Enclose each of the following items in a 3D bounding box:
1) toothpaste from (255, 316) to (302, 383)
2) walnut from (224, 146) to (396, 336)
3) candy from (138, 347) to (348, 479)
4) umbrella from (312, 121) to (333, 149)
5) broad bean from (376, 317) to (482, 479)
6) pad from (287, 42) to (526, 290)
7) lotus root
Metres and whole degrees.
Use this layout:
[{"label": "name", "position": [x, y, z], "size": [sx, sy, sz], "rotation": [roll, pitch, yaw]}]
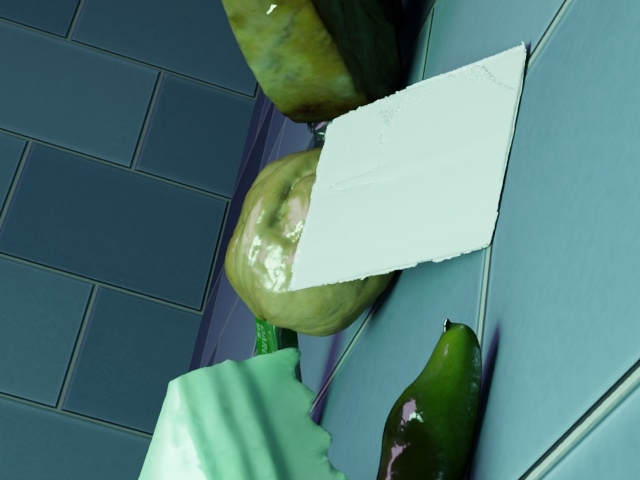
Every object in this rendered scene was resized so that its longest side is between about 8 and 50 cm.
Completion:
[{"label": "toothpaste", "position": [-0.035, 0.127, 1.242], "size": [0.078, 0.046, 0.248], "rotation": [-120, 25, -75]}, {"label": "walnut", "position": [0.000, 0.000, 1.138], "size": [0.166, 0.149, 0.167], "rotation": [-28, 43, 30]}, {"label": "candy", "position": [-0.052, 0.262, 0.804], "size": [0.398, 0.172, 0.263], "rotation": [107, 150, -59]}, {"label": "umbrella", "position": [0.009, -0.111, 1.558], "size": [0.080, 0.071, 0.224], "rotation": [-24, -48, -63]}, {"label": "broad bean", "position": [0.054, 0.145, 0.786], "size": [0.061, 0.046, 0.195], "rotation": [-130, 54, -65]}, {"label": "pad", "position": [0.057, -0.046, 0.980], "size": [0.232, 0.004, 0.157], "rotation": [-16, 55, 53]}, {"label": "lotus root", "position": [-0.024, -0.309, 1.349], "size": [0.375, 0.111, 0.391], "rotation": [52, -151, -43]}]
